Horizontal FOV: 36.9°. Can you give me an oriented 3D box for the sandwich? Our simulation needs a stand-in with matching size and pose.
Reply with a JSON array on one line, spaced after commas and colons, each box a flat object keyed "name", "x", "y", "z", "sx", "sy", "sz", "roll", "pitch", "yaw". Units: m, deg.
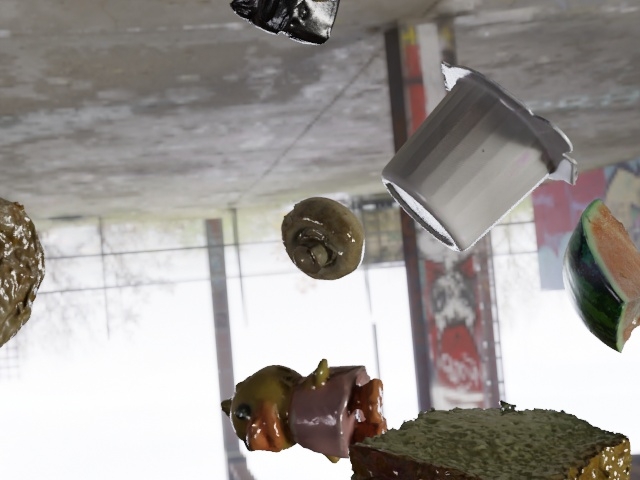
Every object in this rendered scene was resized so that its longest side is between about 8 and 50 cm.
[{"name": "sandwich", "x": 0.219, "y": 0.296, "z": 1.172, "sx": 0.262, "sy": 0.131, "sz": 0.325, "roll": 5, "pitch": -170, "yaw": 38}]

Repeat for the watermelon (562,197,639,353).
[{"name": "watermelon", "x": 0.411, "y": 0.046, "z": 1.447, "sx": 0.128, "sy": 0.231, "sz": 0.146, "roll": -32, "pitch": 152, "yaw": 21}]

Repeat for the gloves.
[{"name": "gloves", "x": -0.080, "y": -0.370, "z": 1.342, "sx": 0.203, "sy": 0.164, "sz": 0.124, "roll": 20, "pitch": 151, "yaw": -31}]

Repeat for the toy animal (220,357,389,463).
[{"name": "toy animal", "x": -0.030, "y": 0.272, "z": 1.560, "sx": 0.281, "sy": 0.195, "sz": 0.169, "roll": -5, "pitch": -157, "yaw": 10}]

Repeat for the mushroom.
[{"name": "mushroom", "x": 0.000, "y": 0.000, "z": 1.741, "sx": 0.166, "sy": 0.166, "sz": 0.127, "roll": -7, "pitch": -159, "yaw": 41}]

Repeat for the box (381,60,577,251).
[{"name": "box", "x": 0.234, "y": -0.102, "z": 1.460, "sx": 0.262, "sy": 0.206, "sz": 0.291, "roll": 44, "pitch": 178, "yaw": -26}]

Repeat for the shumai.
[{"name": "shumai", "x": -0.443, "y": 0.036, "z": 1.149, "sx": 0.166, "sy": 0.205, "sz": 0.175, "roll": -1, "pitch": 175, "yaw": 25}]
